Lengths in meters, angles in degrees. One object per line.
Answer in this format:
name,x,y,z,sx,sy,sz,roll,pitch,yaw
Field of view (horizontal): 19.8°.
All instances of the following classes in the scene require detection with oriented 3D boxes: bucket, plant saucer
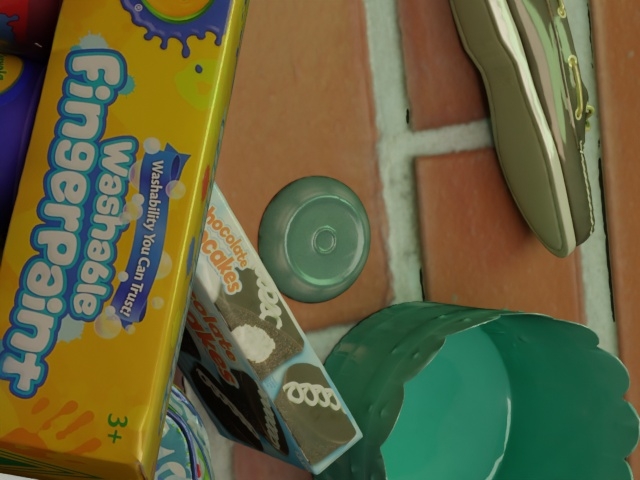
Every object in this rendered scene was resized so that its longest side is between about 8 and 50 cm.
bucket,0.132,0.185,1.693,0.281,0.183,0.281,-3,97,-28
plant saucer,0.000,0.000,1.693,0.119,0.021,0.119,-3,96,-29

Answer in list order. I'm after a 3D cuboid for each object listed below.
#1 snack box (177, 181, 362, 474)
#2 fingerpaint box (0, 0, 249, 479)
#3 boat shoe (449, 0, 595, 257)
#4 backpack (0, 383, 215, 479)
snack box,-0.101,0.041,1.546,0.060,0.187,0.322,-37,111,-21
fingerpaint box,-0.259,-0.073,1.314,0.371,0.163,0.444,11,73,0
boat shoe,0.212,-0.135,1.748,0.091,0.109,0.305,-23,102,-20
backpack,-0.262,0.207,1.459,0.356,0.273,0.290,-2,89,-41
